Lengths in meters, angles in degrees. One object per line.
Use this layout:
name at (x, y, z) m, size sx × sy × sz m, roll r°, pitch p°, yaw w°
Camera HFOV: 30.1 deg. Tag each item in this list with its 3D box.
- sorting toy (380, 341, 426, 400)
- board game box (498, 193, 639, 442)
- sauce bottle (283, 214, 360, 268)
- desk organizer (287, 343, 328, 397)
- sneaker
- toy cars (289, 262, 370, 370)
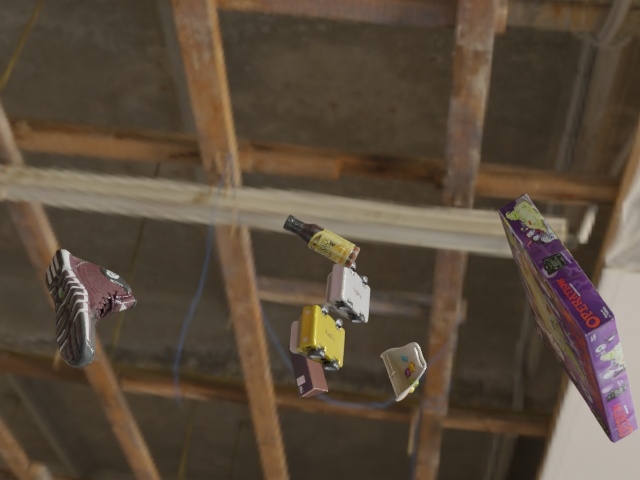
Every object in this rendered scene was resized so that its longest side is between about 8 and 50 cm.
sorting toy at (0.141, 0.202, 1.901) m, size 0.045 × 0.083 × 0.075 m, roll 2°, pitch -35°, yaw -32°
board game box at (0.323, 0.109, 1.530) m, size 0.056 × 0.208 × 0.347 m, roll -33°, pitch -36°, yaw -2°
sauce bottle at (0.000, 0.000, 1.925) m, size 0.128 × 0.042 × 0.042 m, roll 27°, pitch -32°, yaw 5°
desk organizer at (-0.029, 0.286, 2.662) m, size 0.050 × 0.130 × 0.047 m, roll 18°, pitch -43°, yaw -43°
sneaker at (-0.412, 0.129, 2.235) m, size 0.163 × 0.281 × 0.106 m, roll 14°, pitch -54°, yaw -33°
toy cars at (0.013, 0.149, 2.407) m, size 0.087 × 0.393 × 0.176 m, roll -1°, pitch -69°, yaw 18°
